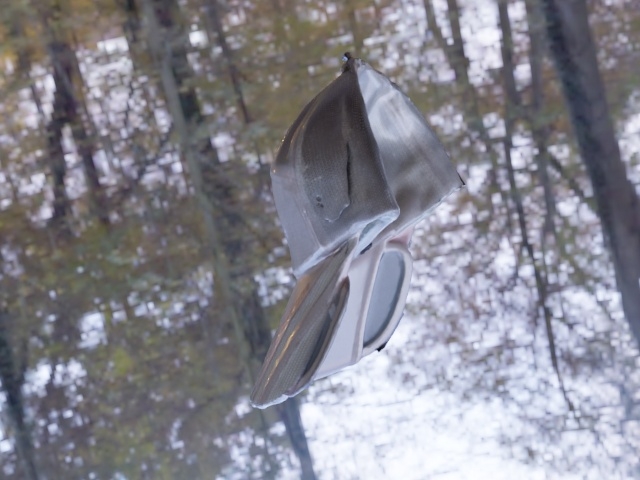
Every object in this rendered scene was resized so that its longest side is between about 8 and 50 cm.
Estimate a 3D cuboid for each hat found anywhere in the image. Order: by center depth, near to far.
[{"bbox_3d":[0.000,0.000,0.887,0.226,0.164,0.219,-45,170,15],"label":"hat"}]
